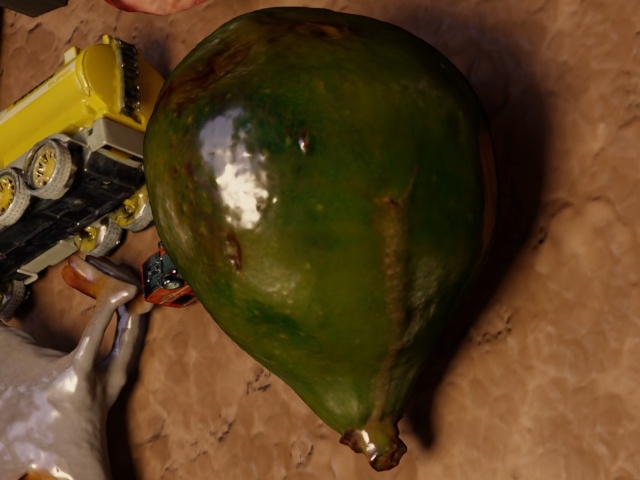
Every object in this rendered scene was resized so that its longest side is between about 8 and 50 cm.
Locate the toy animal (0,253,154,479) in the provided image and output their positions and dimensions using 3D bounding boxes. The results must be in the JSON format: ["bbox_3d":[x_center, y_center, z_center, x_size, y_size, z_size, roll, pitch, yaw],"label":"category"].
[{"bbox_3d":[-0.164,0.151,1.137,0.284,0.225,0.302,16,78,27],"label":"toy animal"}]

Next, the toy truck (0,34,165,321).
[{"bbox_3d":[-0.195,-0.039,1.239,0.227,0.098,0.114,-31,55,32],"label":"toy truck"}]

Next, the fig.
[{"bbox_3d":[0.000,0.000,0.976,0.195,0.195,0.245,10,105,46],"label":"fig"}]

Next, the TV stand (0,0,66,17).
[{"bbox_3d":[-0.210,-0.295,1.359,0.040,0.049,0.257,-12,70,43],"label":"TV stand"}]

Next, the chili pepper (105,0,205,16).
[{"bbox_3d":[-0.125,-0.310,1.150,0.305,0.229,0.251,44,146,42],"label":"chili pepper"}]

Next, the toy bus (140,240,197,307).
[{"bbox_3d":[-0.066,0.008,1.133,0.110,0.043,0.031,-30,55,38],"label":"toy bus"}]
